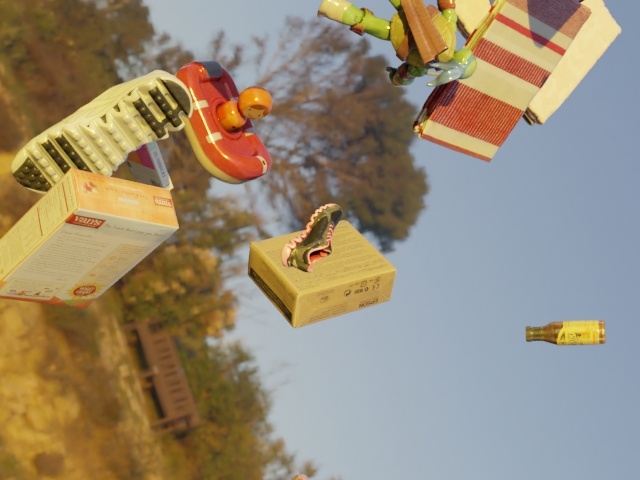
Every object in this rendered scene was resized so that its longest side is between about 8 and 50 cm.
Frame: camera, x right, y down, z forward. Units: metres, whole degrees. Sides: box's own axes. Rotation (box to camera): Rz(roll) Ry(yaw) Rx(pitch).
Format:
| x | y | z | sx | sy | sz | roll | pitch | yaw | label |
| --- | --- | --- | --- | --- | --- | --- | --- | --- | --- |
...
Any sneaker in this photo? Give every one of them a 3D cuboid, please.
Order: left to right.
| x | y | z | sx | sy | sz | roll | pitch | yaw | label |
| --- | --- | --- | --- | --- | --- | --- | --- | --- | --- |
| -0.333 | -0.167 | 1.703 | 0.110 | 0.292 | 0.118 | 63 | -2 | -32 | sneaker |
| 0.000 | 0.000 | 1.543 | 0.057 | 0.119 | 0.047 | 24 | -29 | 33 | sneaker |

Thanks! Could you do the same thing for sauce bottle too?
| x | y | z | sx | sy | sz | roll | pitch | yaw | label |
| --- | --- | --- | --- | --- | --- | --- | --- | --- | --- |
| 0.401 | 0.153 | 1.833 | 0.042 | 0.128 | 0.042 | -4 | 90 | -76 | sauce bottle |

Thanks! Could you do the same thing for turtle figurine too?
| x | y | z | sx | sy | sz | roll | pitch | yaw | label |
| --- | --- | --- | --- | --- | --- | --- | --- | --- | --- |
| 0.146 | -0.365 | 1.853 | 0.266 | 0.274 | 0.198 | 33 | -39 | -3 | turtle figurine |

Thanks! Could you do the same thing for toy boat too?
| x | y | z | sx | sy | sz | roll | pitch | yaw | label |
| --- | --- | --- | --- | --- | --- | --- | --- | --- | --- |
| -0.147 | -0.216 | 1.933 | 0.151 | 0.151 | 0.231 | -24 | -91 | 30 | toy boat |

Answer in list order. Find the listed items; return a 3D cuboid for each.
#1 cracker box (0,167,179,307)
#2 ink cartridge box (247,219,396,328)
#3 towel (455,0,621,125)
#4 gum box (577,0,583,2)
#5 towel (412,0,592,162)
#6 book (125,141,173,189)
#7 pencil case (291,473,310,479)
| x | y | z | sx | sy | sz | roll | pitch | yaw | label |
| --- | --- | --- | --- | --- | --- | --- | --- | --- | --- |
| -0.320 | 0.003 | 1.480 | 0.232 | 0.156 | 0.067 | -36 | -123 | 35 | cracker box |
| 0.001 | 0.063 | 2.232 | 0.193 | 0.235 | 0.088 | 46 | -41 | 43 | ink cartridge box |
| 0.430 | -0.449 | 2.255 | 0.332 | 0.317 | 0.053 | 48 | -21 | -20 | towel |
| 0.428 | -0.505 | 2.005 | 0.107 | 0.062 | 0.188 | -24 | -91 | 46 | gum box |
| 0.316 | -0.297 | 1.942 | 0.037 | 0.237 | 0.329 | 47 | -68 | 38 | towel |
| -0.307 | -0.156 | 1.904 | 0.096 | 0.035 | 0.144 | 24 | -39 | 42 | book |
| -0.105 | 0.511 | 1.605 | 0.160 | 0.386 | 0.167 | 44 | -7 | 31 | pencil case |
